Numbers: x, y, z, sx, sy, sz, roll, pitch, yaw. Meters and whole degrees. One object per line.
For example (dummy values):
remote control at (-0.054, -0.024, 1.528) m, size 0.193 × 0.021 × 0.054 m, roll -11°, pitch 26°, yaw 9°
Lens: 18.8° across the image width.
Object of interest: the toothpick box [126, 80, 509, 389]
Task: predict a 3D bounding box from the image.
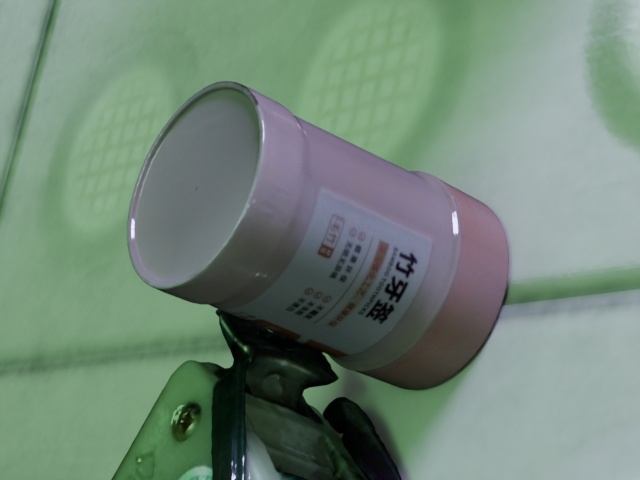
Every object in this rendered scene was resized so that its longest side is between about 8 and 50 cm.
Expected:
toothpick box at (0.000, 0.000, 0.873) m, size 0.098 × 0.149 × 0.098 m, roll -30°, pitch 48°, yaw 40°

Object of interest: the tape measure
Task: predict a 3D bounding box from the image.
tape measure at (-0.042, 0.170, 0.861) m, size 0.235 × 0.115 × 0.207 m, roll -60°, pitch 33°, yaw 8°
